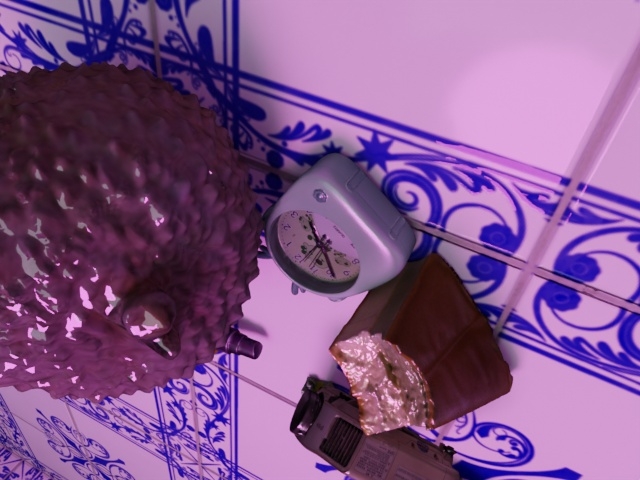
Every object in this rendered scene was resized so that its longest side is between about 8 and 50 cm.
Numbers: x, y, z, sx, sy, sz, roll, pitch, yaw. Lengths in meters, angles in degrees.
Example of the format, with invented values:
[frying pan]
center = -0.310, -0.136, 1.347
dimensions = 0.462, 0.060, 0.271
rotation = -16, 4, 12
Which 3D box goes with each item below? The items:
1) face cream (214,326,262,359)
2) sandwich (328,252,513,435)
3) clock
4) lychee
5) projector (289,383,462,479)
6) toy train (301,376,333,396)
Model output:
[face cream]
center = -0.224, 0.148, 0.901
dimensions = 0.273, 0.078, 0.078
rotation = 15, 131, 21
[sandwich]
center = 0.128, 0.158, 0.613
dimensions = 0.108, 0.186, 0.220
rotation = -22, 111, 44
[clock]
center = 0.000, 0.000, 0.650
dimensions = 0.159, 0.066, 0.210
rotation = 49, 135, -10
[lychee]
center = -0.259, -0.009, 0.596
dimensions = 0.432, 0.380, 0.381
rotation = 35, 143, 43
[projector]
center = 0.057, 0.273, 0.724
dimensions = 0.193, 0.088, 0.269
rotation = 28, 167, -9
[toy train]
center = 0.001, 0.277, 0.893
dimensions = 0.056, 0.038, 0.093
rotation = 1, 125, 24
